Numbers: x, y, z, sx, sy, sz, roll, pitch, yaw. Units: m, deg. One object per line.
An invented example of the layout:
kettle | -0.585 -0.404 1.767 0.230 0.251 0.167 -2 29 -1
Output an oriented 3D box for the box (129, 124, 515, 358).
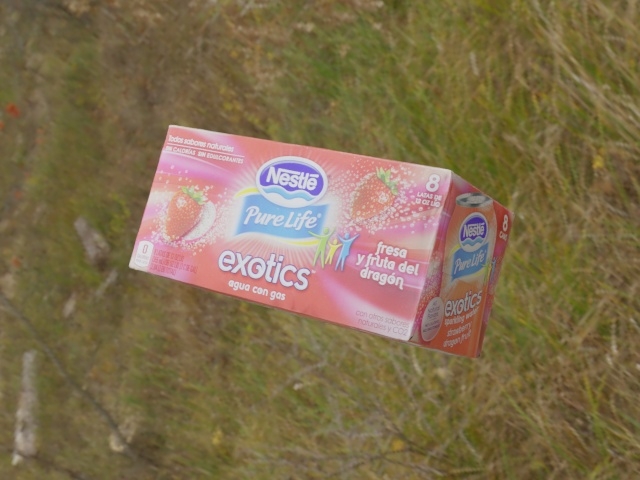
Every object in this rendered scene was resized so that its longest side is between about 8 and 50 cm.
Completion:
box | 0.000 0.000 0.930 0.300 0.154 0.142 12 84 33
